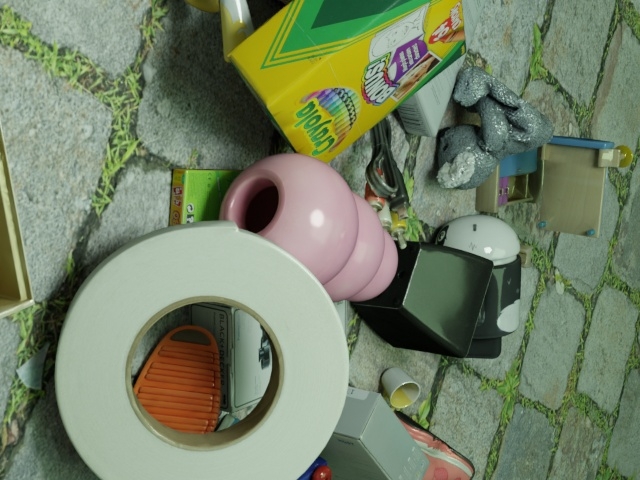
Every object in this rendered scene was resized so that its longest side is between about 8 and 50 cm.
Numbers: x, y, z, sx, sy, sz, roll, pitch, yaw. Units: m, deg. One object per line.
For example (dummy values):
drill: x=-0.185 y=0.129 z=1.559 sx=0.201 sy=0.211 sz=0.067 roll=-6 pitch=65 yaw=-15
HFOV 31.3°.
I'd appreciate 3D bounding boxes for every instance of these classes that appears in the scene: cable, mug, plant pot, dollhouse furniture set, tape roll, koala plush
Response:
cable: x=0.090 y=-0.126 z=1.910 sx=0.139 sy=0.072 sz=0.287 roll=44 pitch=25 yaw=-47
mug: x=0.138 y=0.274 z=2.134 sx=0.078 sy=0.064 sz=0.062 roll=-38 pitch=132 yaw=1
plant pot: x=0.167 y=0.087 z=2.051 sx=0.167 sy=0.188 sz=0.187 roll=29 pitch=73 yaw=-38
dollhouse furniture set: x=0.497 y=-0.075 z=2.341 sx=0.198 sy=0.303 sz=0.286 roll=-12 pitch=106 yaw=-51
tape roll: x=-0.155 y=0.169 z=1.518 sx=0.392 sy=0.072 sz=0.391 roll=-1 pitch=98 yaw=-11
koala plush: x=0.306 y=-0.186 z=2.174 sx=0.221 sy=0.203 sz=0.196 roll=-54 pitch=171 yaw=8

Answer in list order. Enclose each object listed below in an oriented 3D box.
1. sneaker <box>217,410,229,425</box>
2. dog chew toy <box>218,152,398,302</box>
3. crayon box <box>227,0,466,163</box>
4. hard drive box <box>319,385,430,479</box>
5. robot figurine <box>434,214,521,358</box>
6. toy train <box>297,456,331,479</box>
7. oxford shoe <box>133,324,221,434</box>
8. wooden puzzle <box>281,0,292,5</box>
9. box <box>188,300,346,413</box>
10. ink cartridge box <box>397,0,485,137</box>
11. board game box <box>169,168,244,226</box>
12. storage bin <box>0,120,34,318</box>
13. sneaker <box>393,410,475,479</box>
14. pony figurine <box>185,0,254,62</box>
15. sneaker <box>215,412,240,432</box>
sneaker: x=-0.165 y=0.285 z=1.750 sx=0.098 sy=0.038 sz=0.069 roll=3 pitch=94 yaw=-53
dog chew toy: x=0.000 y=0.000 z=1.713 sx=0.332 sy=0.207 sz=0.206 roll=27 pitch=75 yaw=-51
crayon box: x=0.053 y=-0.266 z=1.635 sx=0.313 sy=0.106 sz=0.363 roll=-40 pitch=165 yaw=0
hard drive box: x=0.056 y=0.338 z=1.939 sx=0.089 sy=0.181 sz=0.232 roll=-61 pitch=140 yaw=-25
robot figurine: x=0.301 y=0.088 z=2.228 sx=0.174 sy=0.209 sz=0.278 roll=-10 pitch=107 yaw=-30
toy train: x=-0.092 y=0.443 z=1.843 sx=0.248 sy=0.105 sz=0.143 roll=-24 pitch=129 yaw=-49
oxford shoe: x=-0.216 y=0.304 z=1.652 sx=0.132 sy=0.130 sz=0.363 roll=80 pitch=20 yaw=-76
wooden puzzle: x=0.018 y=-0.484 z=1.811 sx=0.348 sy=0.081 sz=0.322 roll=32 pitch=72 yaw=-56
box: x=-0.077 y=0.148 z=1.799 sx=0.290 sy=0.087 sz=0.169 roll=-16 pitch=110 yaw=-51
ink cartridge box: x=0.192 y=-0.404 z=2.013 sx=0.330 sy=0.072 sz=0.324 roll=-69 pitch=154 yaw=-21
board game box: x=-0.127 y=-0.046 z=1.737 sx=0.259 sy=0.039 sz=0.124 roll=-3 pitch=100 yaw=-50
storage bin: x=-0.465 y=-0.017 z=1.216 sx=0.262 sy=0.123 sz=0.260 roll=-26 pitch=118 yaw=-47
sneaker: x=0.188 y=0.436 z=2.225 sx=0.136 sy=0.116 sz=0.314 roll=-54 pitch=139 yaw=-4
pony figurine: x=-0.103 y=-0.472 z=1.482 sx=0.351 sy=0.303 sz=0.363 roll=-38 pitch=124 yaw=-7
sneaker: x=-0.113 y=0.327 z=1.752 sx=0.071 sy=0.083 sz=0.190 roll=-54 pitch=163 yaw=-14
